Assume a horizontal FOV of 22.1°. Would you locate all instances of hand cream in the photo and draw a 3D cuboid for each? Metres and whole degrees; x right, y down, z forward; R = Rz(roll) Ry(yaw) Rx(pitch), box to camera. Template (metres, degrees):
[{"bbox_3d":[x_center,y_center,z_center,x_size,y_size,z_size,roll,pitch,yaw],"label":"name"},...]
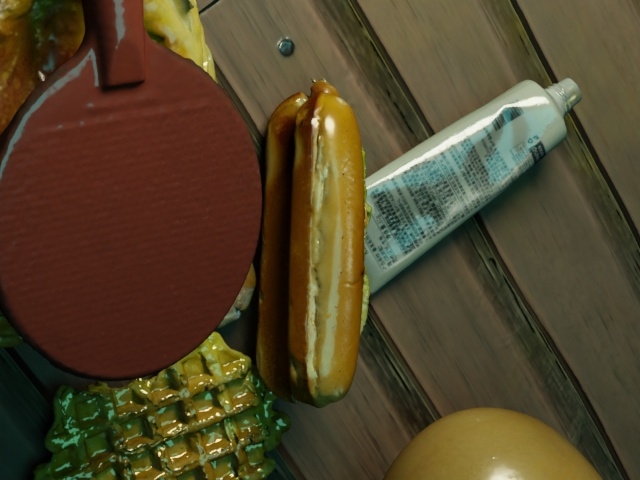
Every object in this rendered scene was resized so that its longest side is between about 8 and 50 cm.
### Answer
[{"bbox_3d":[0.146,-0.074,1.787,0.340,0.078,0.124,-34,114,-9],"label":"hand cream"}]

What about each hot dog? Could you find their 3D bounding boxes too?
[{"bbox_3d":[0.000,0.000,1.666,0.100,0.135,0.337,3,89,-25],"label":"hot dog"}]

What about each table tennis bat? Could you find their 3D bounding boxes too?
[{"bbox_3d":[-0.171,-0.072,1.420,0.268,0.051,0.415,-13,111,-30],"label":"table tennis bat"}]

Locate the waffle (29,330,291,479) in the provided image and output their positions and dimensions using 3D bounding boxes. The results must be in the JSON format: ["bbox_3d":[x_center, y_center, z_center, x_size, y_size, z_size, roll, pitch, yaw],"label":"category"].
[{"bbox_3d":[-0.159,0.214,1.683,0.291,0.051,0.291,-5,102,-26],"label":"waffle"}]

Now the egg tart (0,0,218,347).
[{"bbox_3d":[-0.303,-0.122,1.459,0.443,0.178,0.443,-8,106,-29],"label":"egg tart"}]

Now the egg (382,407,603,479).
[{"bbox_3d":[0.193,0.365,1.756,0.301,0.301,0.374,-5,98,-27],"label":"egg"}]

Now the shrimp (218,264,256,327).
[{"bbox_3d":[-0.151,0.036,1.650,0.190,0.042,0.101,6,83,-25],"label":"shrimp"}]
